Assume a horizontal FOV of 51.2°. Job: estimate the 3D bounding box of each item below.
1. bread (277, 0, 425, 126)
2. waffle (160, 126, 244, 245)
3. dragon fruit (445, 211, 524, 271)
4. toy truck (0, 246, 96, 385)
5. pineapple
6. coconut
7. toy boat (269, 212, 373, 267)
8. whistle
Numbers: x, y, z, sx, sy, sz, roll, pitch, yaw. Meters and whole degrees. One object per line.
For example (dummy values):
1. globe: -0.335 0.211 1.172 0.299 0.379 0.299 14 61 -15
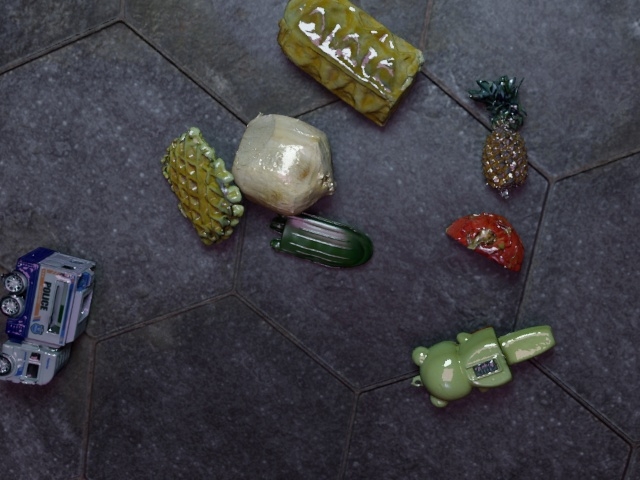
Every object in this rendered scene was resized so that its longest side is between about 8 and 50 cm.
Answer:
1. bread: 0.048 -0.334 1.184 0.268 0.130 0.152 35 113 -3
2. waffle: -0.223 -0.096 1.251 0.214 0.054 0.207 -29 89 55
3. dragon fruit: 0.324 -0.003 1.241 0.162 0.106 0.083 32 103 1
4. toy truck: -0.560 0.162 1.363 0.155 0.124 0.268 14 102 -2
5. pineapple: 0.325 -0.186 1.210 0.103 0.083 0.221 -6 100 7
6. coconut: -0.058 -0.133 1.217 0.194 0.194 0.194 1 103 6
7. toy boat: 0.000 0.000 1.303 0.210 0.052 0.104 15 120 2
8. whistle: 0.310 0.230 1.294 0.288 0.106 0.131 -23 97 12
